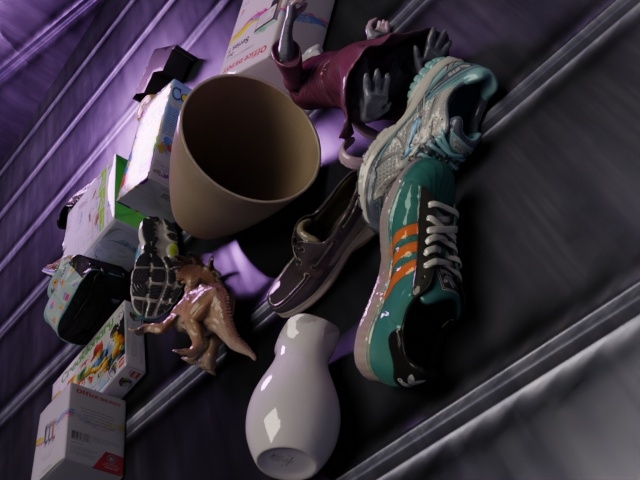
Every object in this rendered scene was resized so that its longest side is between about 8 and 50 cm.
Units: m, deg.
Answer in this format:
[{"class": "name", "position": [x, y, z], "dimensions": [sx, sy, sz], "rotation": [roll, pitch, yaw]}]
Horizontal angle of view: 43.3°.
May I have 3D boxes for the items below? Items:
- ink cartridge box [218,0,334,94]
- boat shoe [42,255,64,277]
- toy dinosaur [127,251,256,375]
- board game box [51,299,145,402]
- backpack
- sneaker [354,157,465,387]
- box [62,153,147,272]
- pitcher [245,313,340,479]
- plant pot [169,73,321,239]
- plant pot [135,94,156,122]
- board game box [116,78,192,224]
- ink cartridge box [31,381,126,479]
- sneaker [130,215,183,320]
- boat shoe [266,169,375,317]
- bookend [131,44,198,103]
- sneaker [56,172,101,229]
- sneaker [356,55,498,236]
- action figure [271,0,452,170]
[{"class": "ink cartridge box", "position": [-0.088, -0.432, 1.673], "dimensions": [0.201, 0.117, 0.278], "rotation": [-14, 55, 50]}, {"class": "boat shoe", "position": [-0.687, 0.079, 2.175], "dimensions": [0.183, 0.066, 0.066], "rotation": [8, 67, 46]}, {"class": "toy dinosaur", "position": [-0.203, 0.114, 1.418], "dimensions": [0.295, 0.127, 0.200], "rotation": [11, 68, 51]}, {"class": "board game box", "position": [-0.477, 0.296, 1.715], "dimensions": [0.305, 0.053, 0.193], "rotation": [-47, 34, 22]}, {"class": "backpack", "position": [-0.522, 0.132, 1.788], "dimensions": [0.144, 0.166, 0.188], "rotation": [26, 93, 35]}, {"class": "sneaker", "position": [0.137, 0.038, 1.016], "dimensions": [0.121, 0.108, 0.302], "rotation": [0, 74, 54]}, {"class": "box", "position": [-0.511, -0.036, 1.950], "dimensions": [0.231, 0.126, 0.262], "rotation": [-46, 35, 24]}, {"class": "pitcher", "position": [-0.042, 0.232, 1.115], "dimensions": [0.207, 0.125, 0.178], "rotation": [-83, 16, -47]}, {"class": "plant pot", "position": [-0.173, -0.117, 1.463], "dimensions": [0.274, 0.256, 0.257], "rotation": [-44, 33, 52]}, {"class": "plant pot", "position": [-0.415, -0.320, 2.065], "dimensions": [0.134, 0.095, 0.134], "rotation": [-35, 40, 36]}, {"class": "board game box", "position": [-0.335, -0.195, 1.811], "dimensions": [0.142, 0.144, 0.275], "rotation": [-26, 45, 43]}, {"class": "ink cartridge box", "position": [-0.463, 0.391, 1.552], "dimensions": [0.127, 0.128, 0.176], "rotation": [-43, 35, 27]}, {"class": "sneaker", "position": [-0.347, 0.071, 1.694], "dimensions": [0.275, 0.107, 0.110], "rotation": [-96, 26, -49]}, {"class": "boat shoe", "position": [0.000, 0.000, 1.239], "dimensions": [0.285, 0.092, 0.103], "rotation": [-47, 35, 21]}, {"class": "bookend", "position": [-0.425, -0.443, 2.196], "dimensions": [0.157, 0.072, 0.156], "rotation": [11, 75, 56]}, {"class": "sneaker", "position": [-0.592, -0.099, 2.107], "dimensions": [0.267, 0.101, 0.106], "rotation": [-30, 13, 37]}, {"class": "sneaker", "position": [0.150, -0.132, 1.120], "dimensions": [0.122, 0.110, 0.283], "rotation": [19, 81, 54]}, {"class": "action figure", "position": [0.049, -0.256, 1.329], "dimensions": [0.370, 0.248, 0.276], "rotation": [12, 100, 56]}]
